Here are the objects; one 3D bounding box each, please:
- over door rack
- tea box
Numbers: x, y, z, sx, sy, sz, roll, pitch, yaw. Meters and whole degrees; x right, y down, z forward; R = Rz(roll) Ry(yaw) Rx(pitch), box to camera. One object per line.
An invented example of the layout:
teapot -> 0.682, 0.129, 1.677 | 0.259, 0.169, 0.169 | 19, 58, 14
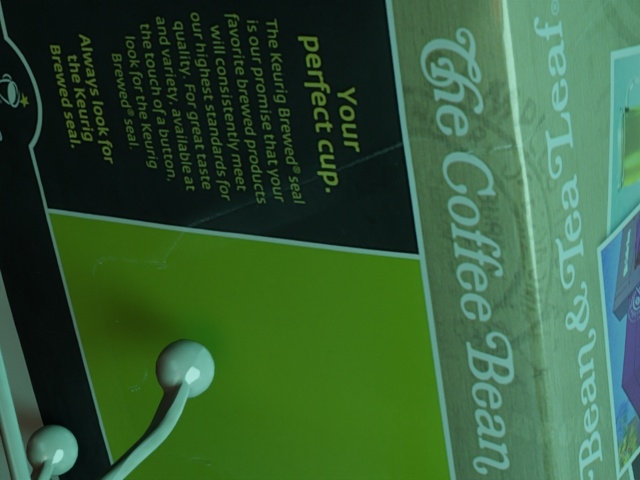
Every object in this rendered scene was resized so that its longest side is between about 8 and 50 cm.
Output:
over door rack -> -0.160, 0.058, 0.589 | 0.239, 0.108, 0.324 | -33, 80, 45
tea box -> 0.000, 0.000, 0.649 | 0.323, 0.220, 0.329 | 9, 121, 32
